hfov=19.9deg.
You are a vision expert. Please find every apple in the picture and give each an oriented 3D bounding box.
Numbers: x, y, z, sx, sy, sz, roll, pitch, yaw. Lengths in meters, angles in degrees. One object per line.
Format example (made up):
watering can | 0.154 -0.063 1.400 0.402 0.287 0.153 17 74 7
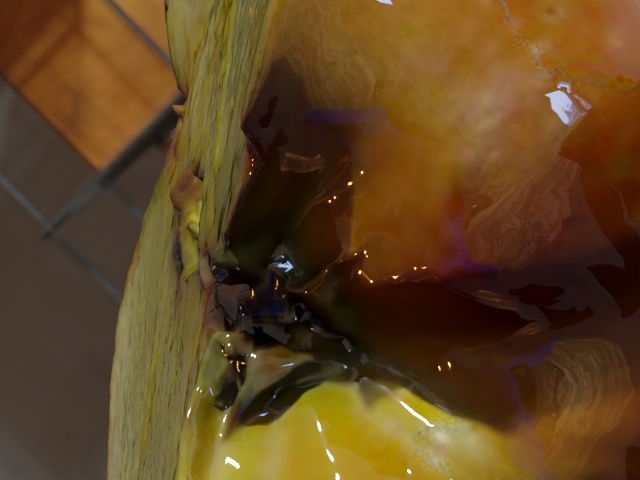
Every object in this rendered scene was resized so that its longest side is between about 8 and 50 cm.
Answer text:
apple | 0.000 0.000 0.569 0.295 0.328 0.365 -33 14 -1
